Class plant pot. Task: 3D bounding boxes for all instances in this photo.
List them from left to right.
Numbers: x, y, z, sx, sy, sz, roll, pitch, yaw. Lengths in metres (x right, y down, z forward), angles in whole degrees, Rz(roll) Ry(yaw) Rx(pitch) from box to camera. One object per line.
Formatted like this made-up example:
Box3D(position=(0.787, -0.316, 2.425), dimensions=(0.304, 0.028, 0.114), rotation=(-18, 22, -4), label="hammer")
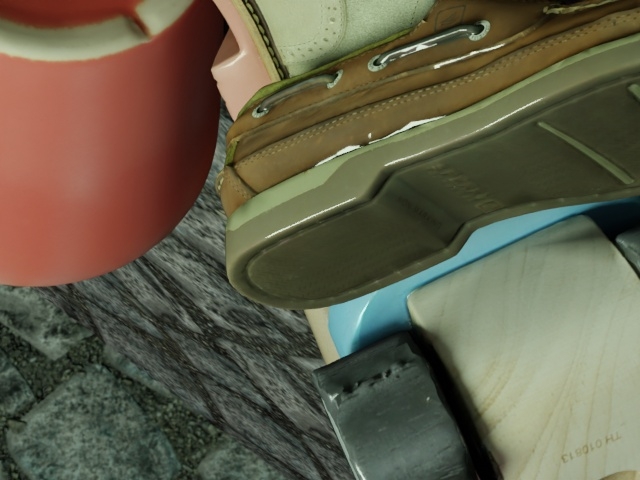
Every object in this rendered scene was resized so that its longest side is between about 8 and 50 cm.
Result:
Box3D(position=(-0.177, -0.139, 1.019), dimensions=(0.275, 0.275, 0.243), rotation=(38, 155, 4), label="plant pot")

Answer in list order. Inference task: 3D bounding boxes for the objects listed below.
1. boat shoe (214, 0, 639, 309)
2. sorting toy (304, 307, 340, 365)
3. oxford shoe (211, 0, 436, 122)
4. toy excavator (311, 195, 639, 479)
Box3D(position=(0.084, -0.071, 0.732), dimensions=(0.307, 0.104, 0.111), rotation=(-19, 147, 20), label="boat shoe")
Box3D(position=(0.000, 0.000, 1.186), dimensions=(0.193, 0.038, 0.208), rotation=(70, -174, -56), label="sorting toy")
Box3D(position=(-0.006, -0.186, 0.798), dimensions=(0.147, 0.140, 0.397), rotation=(-8, 135, 20), label="oxford shoe")
Box3D(position=(0.111, 0.078, 1.039), dimensions=(0.445, 0.222, 0.433), rotation=(-117, 4, -51), label="toy excavator")
